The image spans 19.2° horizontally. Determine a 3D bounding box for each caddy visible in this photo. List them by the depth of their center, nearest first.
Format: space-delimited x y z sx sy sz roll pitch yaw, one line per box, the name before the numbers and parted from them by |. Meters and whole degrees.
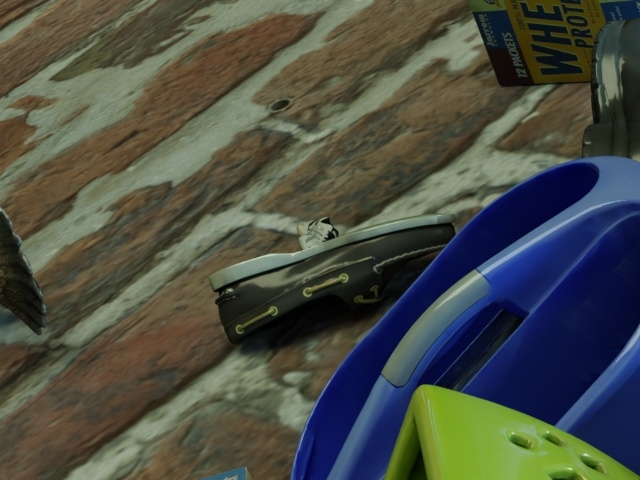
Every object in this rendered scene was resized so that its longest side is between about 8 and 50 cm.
caddy | 0.126 0.100 1.252 0.341 0.179 0.241 -49 28 2

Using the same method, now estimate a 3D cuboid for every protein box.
protein box | 0.287 -0.268 1.911 0.201 0.136 0.200 1 37 39

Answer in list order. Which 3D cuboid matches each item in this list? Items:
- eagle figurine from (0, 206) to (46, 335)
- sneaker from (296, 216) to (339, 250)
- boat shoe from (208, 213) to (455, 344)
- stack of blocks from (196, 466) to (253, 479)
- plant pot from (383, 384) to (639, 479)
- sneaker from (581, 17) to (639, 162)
eagle figurine | -0.377 0.029 1.859 0.225 0.226 0.298 -4 22 -4
sneaker | 0.000 0.000 1.776 0.037 0.032 0.083 -22 28 4
boat shoe | 0.017 0.032 1.674 0.228 0.068 0.081 -16 -7 10
stack of blocks | -0.112 0.301 1.240 0.171 0.087 0.297 -18 35 12
plant pot | 0.128 0.241 1.019 0.207 0.228 0.227 12 26 -10
sneaker | 0.302 -0.103 1.672 0.130 0.109 0.286 -5 39 14
